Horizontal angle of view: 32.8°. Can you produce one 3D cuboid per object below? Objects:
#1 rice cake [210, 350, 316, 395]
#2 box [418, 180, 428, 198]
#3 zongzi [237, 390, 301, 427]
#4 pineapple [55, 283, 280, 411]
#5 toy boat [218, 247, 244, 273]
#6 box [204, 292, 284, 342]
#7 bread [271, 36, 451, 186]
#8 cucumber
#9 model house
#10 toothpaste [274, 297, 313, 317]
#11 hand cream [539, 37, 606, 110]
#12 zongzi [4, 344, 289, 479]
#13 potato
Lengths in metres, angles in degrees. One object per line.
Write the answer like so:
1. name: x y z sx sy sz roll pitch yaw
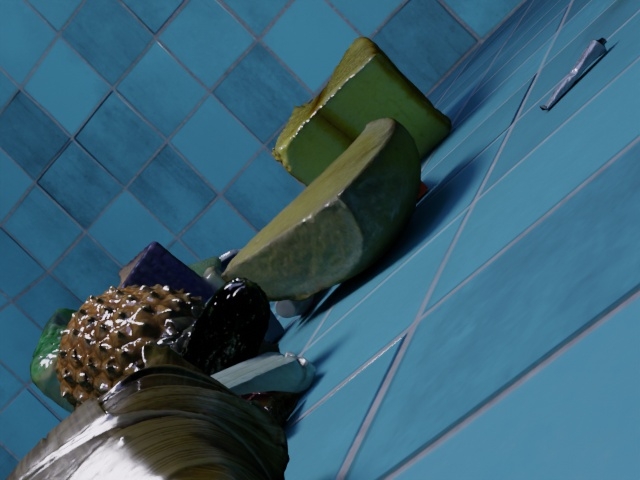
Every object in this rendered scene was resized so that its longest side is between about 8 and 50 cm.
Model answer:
1. rice cake: -0.111 0.150 0.943 0.211 0.038 0.124 -25 5 -19
2. box: 0.085 -0.050 1.423 0.100 0.048 0.152 -47 2 2
3. zongzi: -0.053 0.139 0.853 0.083 0.067 0.073 -28 -5 -5
4. pineapple: -0.171 0.132 1.281 0.202 0.202 0.362 -48 16 -32
5. toy boat: -0.189 0.118 1.939 0.309 0.129 0.142 -45 -7 -7
6. box: -0.095 0.103 1.387 0.054 0.099 0.074 -30 -5 -34
7. bread: 0.015 -0.242 1.824 0.233 0.245 0.361 -45 41 11
8. cucumber: -0.122 0.148 1.077 0.303 0.081 0.072 -53 24 34
9. model house: -0.257 0.130 1.675 0.280 0.245 0.312 -49 13 6
10. toothpaste: 0.004 0.031 1.451 0.075 0.048 0.301 -48 0 27
11. hand cream: 0.255 -0.165 1.091 0.093 0.019 0.030 -51 5 9
12. zongzi: -0.119 0.195 0.518 0.286 0.134 0.288 -52 12 -5
13. potato: 0.031 -0.017 1.201 0.269 0.112 0.255 -47 9 -8
